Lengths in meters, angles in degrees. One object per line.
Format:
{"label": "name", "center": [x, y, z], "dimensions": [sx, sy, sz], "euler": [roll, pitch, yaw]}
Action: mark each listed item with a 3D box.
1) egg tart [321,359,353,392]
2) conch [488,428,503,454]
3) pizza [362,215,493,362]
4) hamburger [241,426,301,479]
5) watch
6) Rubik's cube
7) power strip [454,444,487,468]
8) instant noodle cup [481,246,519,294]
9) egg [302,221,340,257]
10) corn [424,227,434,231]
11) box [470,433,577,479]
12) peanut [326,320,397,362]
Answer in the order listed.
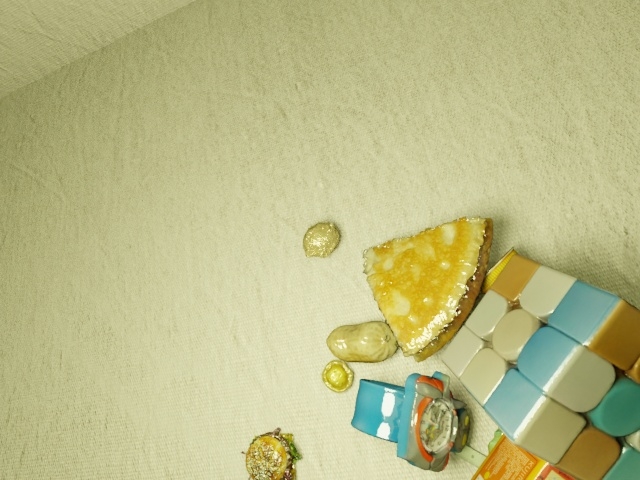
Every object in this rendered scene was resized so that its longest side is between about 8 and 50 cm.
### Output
{"label": "egg tart", "center": [0.056, 0.432, 1.342], "dimensions": [0.105, 0.039, 0.105], "euler": [-6, 71, 18]}
{"label": "conch", "center": [0.496, 0.574, 1.118], "dimensions": [0.095, 0.079, 0.200], "euler": [-10, 82, 13]}
{"label": "pizza", "center": [0.308, 0.151, 1.232], "dimensions": [0.435, 0.080, 0.391], "euler": [-22, 55, 40]}
{"label": "hamburger", "center": [-0.155, 0.679, 1.312], "dimensions": [0.190, 0.093, 0.164], "euler": [-23, 66, 10]}
{"label": "watch", "center": [0.250, 0.475, 1.172], "dimensions": [0.275, 0.305, 0.241], "euler": [-5, 65, 50]}
{"label": "Rubik's cube", "center": [0.553, 0.284, 0.950], "dimensions": [0.347, 0.347, 0.344], "euler": [32, 95, -12]}
{"label": "power strip", "center": [0.417, 0.597, 1.171], "dimensions": [0.090, 0.016, 0.040], "euler": [24, 83, 26]}
{"label": "instant noodle cup", "center": [0.560, 0.138, 1.196], "dimensions": [0.168, 0.168, 0.185], "euler": [-46, 71, 1]}
{"label": "egg", "center": [0.000, 0.000, 1.459], "dimensions": [0.140, 0.116, 0.118], "euler": [-36, 37, 6]}
{"label": "corn", "center": [0.382, -0.020, 1.368], "dimensions": [0.092, 0.037, 0.037], "euler": [5, 75, 22]}
{"label": "box", "center": [0.504, 0.649, 0.975], "dimensions": [0.260, 0.214, 0.283], "euler": [37, 89, 4]}
{"label": "peanut", "center": [0.128, 0.315, 1.305], "dimensions": [0.225, 0.129, 0.129], "euler": [-12, 70, 18]}
